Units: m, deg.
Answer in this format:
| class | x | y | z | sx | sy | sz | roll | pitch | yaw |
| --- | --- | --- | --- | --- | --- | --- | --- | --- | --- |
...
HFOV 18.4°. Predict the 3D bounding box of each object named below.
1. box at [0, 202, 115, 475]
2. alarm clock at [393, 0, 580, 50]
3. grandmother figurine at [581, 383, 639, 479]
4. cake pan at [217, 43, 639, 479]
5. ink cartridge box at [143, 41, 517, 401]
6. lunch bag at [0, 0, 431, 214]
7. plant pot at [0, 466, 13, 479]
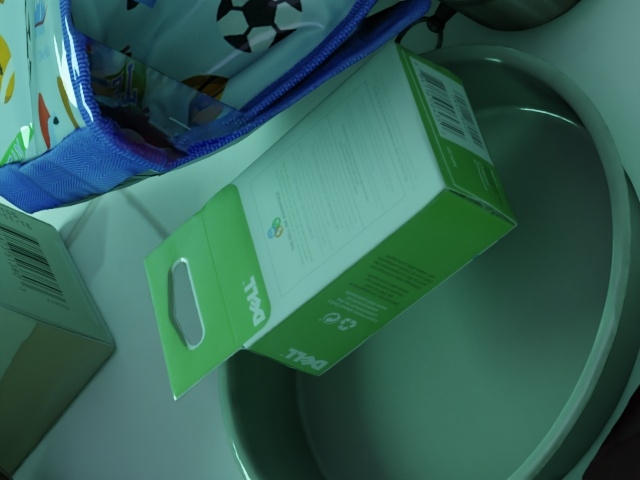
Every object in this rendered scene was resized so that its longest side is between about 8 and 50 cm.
| class | x | y | z | sx | sy | sz | roll | pitch | yaw |
| --- | --- | --- | --- | --- | --- | --- | --- | --- | --- |
| box | -0.297 | 0.124 | 1.366 | 0.311 | 0.121 | 0.148 | -49 | 45 | 17 |
| alarm clock | 0.104 | -0.171 | 1.143 | 0.192 | 0.064 | 0.129 | -50 | 44 | 13 |
| grandmother figurine | 0.180 | 0.102 | 0.901 | 0.342 | 0.104 | 0.208 | -44 | 13 | 23 |
| cake pan | 0.063 | 0.036 | 1.094 | 0.293 | 0.054 | 0.293 | -22 | 57 | 37 |
| ink cartridge box | 0.000 | 0.000 | 1.086 | 0.209 | 0.062 | 0.109 | -39 | 47 | 26 |
| lunch bag | -0.067 | -0.198 | 1.147 | 0.386 | 0.239 | 0.328 | -67 | 17 | -12 |
| plant pot | -0.216 | 0.217 | 1.221 | 0.165 | 0.167 | 0.167 | 20 | 86 | 41 |
